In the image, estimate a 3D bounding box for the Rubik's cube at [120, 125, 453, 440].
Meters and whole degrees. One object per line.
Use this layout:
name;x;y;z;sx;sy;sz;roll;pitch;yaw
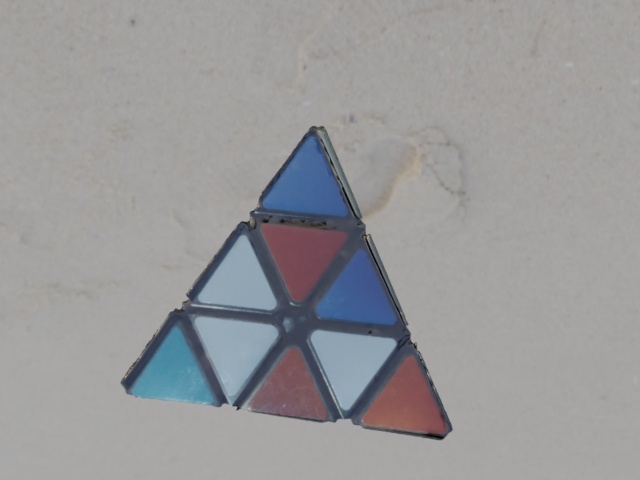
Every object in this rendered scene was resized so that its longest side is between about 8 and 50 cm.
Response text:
Rubik's cube;0.000;0.000;0.904;0.284;0.250;0.234;8;115;11
